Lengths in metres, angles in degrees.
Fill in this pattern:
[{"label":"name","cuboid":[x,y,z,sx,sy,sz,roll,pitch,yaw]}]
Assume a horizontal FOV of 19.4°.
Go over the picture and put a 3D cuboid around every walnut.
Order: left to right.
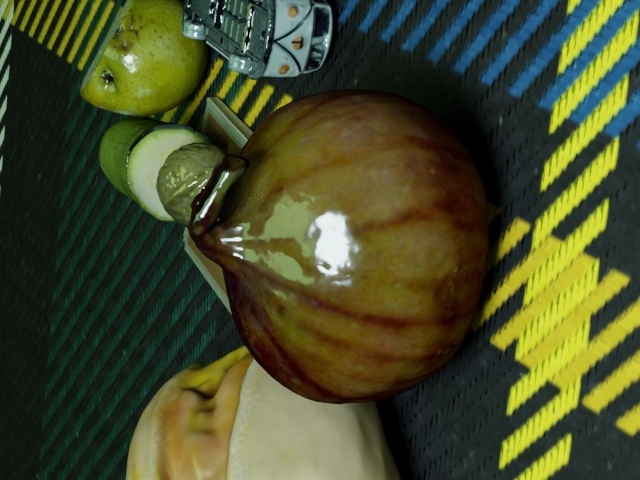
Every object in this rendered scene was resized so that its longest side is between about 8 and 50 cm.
[{"label":"walnut","cuboid":[-0.109,-0.049,1.720,0.092,0.092,0.092,180,90,-64]}]

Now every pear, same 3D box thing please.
[{"label":"pear","cuboid":[-0.167,-0.178,1.849,0.141,0.104,0.141,-57,8,13]}]

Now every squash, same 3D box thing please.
[{"label":"squash","cuboid":[-0.166,-0.079,1.845,0.188,0.095,0.095,-152,65,-70]}]

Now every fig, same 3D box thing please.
[{"label":"fig","cuboid":[0.015,0.002,1.380,0.235,0.214,0.235,60,166,26]}]

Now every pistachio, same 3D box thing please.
[{"label":"pistachio","cuboid":[-0.036,0.223,1.478,0.230,0.230,0.309,125,142,-50]}]

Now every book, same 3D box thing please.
[{"label":"book","cuboid":[-0.075,-0.017,1.763,0.241,0.018,0.170,-131,47,-56]}]

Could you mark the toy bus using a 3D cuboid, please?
[{"label":"toy bus","cuboid":[-0.055,-0.199,1.636,0.194,0.089,0.087,41,125,58]}]
